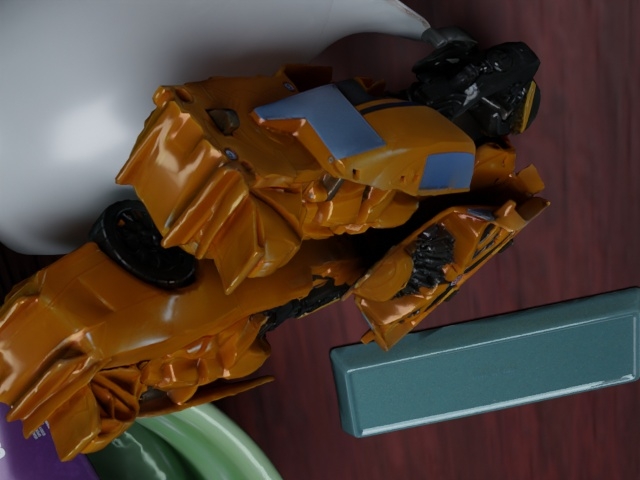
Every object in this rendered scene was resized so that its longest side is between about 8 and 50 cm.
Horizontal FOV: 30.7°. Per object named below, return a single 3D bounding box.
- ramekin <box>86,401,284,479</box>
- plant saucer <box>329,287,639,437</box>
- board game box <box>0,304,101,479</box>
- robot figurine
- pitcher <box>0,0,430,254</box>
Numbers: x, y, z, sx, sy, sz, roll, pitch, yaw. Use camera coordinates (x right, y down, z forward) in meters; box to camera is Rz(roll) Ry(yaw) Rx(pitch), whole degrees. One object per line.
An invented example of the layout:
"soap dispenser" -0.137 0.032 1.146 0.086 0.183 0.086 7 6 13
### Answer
"ramekin" -0.163 0.190 0.597 0.303 0.148 0.303 -3 98 -20
"plant saucer" 0.104 0.077 0.706 0.192 0.018 0.067 -12 123 -3
"board game box" -0.162 0.197 0.494 0.208 0.056 0.347 -30 106 -19
"robot figurine" 0.000 0.000 0.513 0.211 0.085 0.291 -46 161 29
"pitcher" -0.080 -0.102 0.502 0.207 0.125 0.178 -33 122 1
